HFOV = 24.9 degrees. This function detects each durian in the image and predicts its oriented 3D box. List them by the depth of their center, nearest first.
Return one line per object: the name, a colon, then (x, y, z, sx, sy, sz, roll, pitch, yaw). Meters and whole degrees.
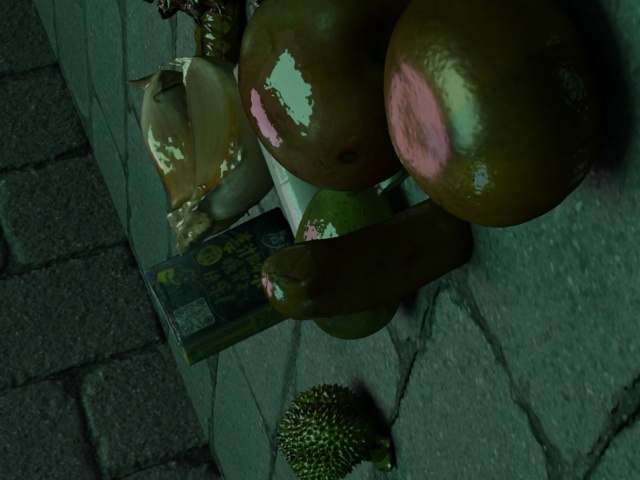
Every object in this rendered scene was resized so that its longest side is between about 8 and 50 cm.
durian: (0.010, 0.308, 2.305, 0.198, 0.159, 0.146, 25, 134, 69)

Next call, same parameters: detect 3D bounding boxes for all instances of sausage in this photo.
sausage: (0.052, 0.027, 1.707, 0.109, 0.270, 0.109, 35, 134, 48)

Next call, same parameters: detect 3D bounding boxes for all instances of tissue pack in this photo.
tissue pack: (-0.140, 0.072, 2.376, 0.185, 0.257, 0.081, 59, 171, 40)

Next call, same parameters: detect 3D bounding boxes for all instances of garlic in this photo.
garlic: (-0.181, -0.159, 2.372, 0.286, 0.249, 0.313, 86, 175, -64)

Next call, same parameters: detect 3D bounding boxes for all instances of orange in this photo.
orange: (0.163, -0.133, 1.354, 0.240, 0.171, 0.240, 47, 148, 42)

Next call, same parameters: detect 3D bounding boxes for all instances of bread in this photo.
bread: (-0.174, -0.321, 2.444, 0.367, 0.084, 0.077, 92, -160, -52)

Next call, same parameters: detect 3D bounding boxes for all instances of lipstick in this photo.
lipstick: (-0.038, -0.125, 2.171, 0.087, 0.087, 0.326, 119, 133, -68)

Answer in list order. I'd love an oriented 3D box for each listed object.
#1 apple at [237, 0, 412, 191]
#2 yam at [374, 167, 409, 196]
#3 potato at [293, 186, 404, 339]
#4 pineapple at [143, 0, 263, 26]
apple: (0.028, -0.187, 1.644, 0.253, 0.254, 0.253, 163, 90, -74)
yam: (0.080, -0.132, 1.810, 0.070, 0.070, 0.146, 178, 75, -73)
potato: (0.044, 0.027, 1.966, 0.169, 0.143, 0.248, 20, 130, 22)
pineapple: (-0.061, -0.349, 1.891, 0.272, 0.262, 0.262, 35, 145, 28)
